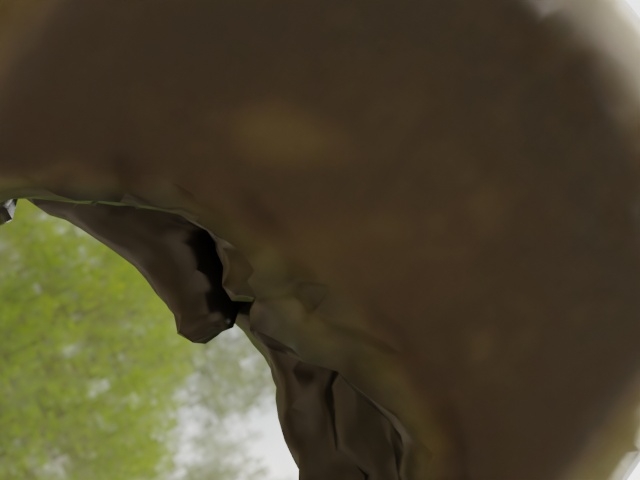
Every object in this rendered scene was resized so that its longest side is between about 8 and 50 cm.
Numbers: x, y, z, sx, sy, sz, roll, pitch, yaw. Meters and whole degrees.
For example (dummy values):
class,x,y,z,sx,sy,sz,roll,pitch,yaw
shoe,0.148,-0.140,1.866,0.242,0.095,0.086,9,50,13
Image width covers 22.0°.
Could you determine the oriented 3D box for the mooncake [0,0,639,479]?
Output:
class,x,y,z,sx,sy,sz,roll,pitch,yaw
mooncake,0.000,0.000,0.871,0.246,0.393,0.394,-96,180,-74
